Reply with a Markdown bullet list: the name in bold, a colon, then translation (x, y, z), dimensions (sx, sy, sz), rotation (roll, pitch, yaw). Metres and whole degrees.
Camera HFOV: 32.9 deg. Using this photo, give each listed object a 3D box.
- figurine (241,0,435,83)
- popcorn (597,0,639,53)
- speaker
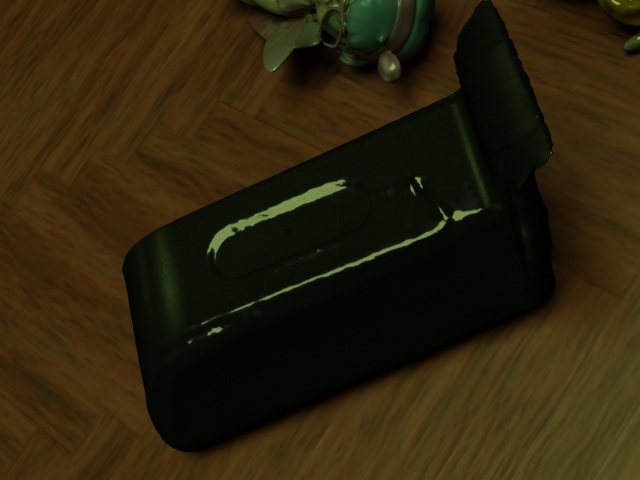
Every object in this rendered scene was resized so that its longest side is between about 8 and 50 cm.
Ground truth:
- **figurine**: translation (0.001, -0.251, 0.991), dimensions (0.260, 0.103, 0.205), rotation (26, 105, 38)
- **popcorn**: translation (0.241, -0.270, 0.871), dimensions (0.163, 0.140, 0.194), rotation (-47, 56, 5)
- **speaker**: translation (0.000, 0.000, 0.827), dimensions (0.388, 0.184, 0.180), rotation (-25, 58, 15)
